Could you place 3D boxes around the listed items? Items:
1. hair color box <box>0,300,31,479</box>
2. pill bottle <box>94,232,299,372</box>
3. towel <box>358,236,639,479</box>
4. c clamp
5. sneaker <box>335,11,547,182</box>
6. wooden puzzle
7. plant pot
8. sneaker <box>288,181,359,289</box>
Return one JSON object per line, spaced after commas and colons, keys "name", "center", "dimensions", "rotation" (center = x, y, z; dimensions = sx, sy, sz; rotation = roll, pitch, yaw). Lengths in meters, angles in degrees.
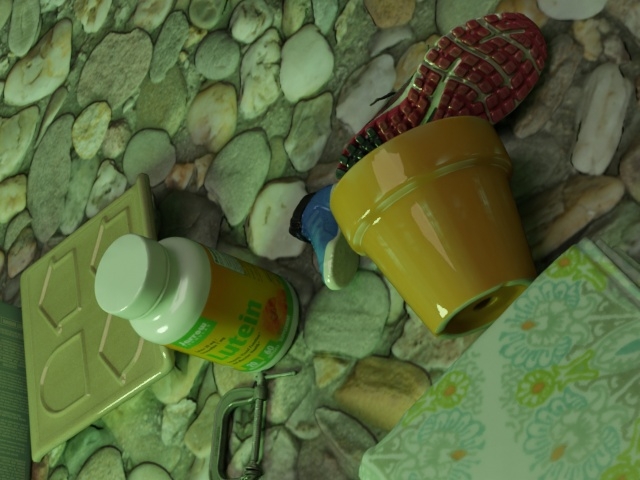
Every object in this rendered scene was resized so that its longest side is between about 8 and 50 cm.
{"name": "hair color box", "center": [-0.545, 0.296, 2.013], "dimensions": [0.185, 0.113, 0.374], "rotation": [-23, 57, 37]}
{"name": "pill bottle", "center": [-0.156, 0.075, 1.628], "dimensions": [0.136, 0.245, 0.136], "rotation": [-20, 59, 38]}
{"name": "towel", "center": [0.237, 0.201, 1.247], "dimensions": [0.374, 0.090, 0.320], "rotation": [-46, 36, 5]}
{"name": "c clamp", "center": [-0.095, 0.245, 1.658], "dimensions": [0.137, 0.022, 0.161], "rotation": [-8, 67, 42]}
{"name": "sneaker", "center": [0.136, -0.165, 1.550], "dimensions": [0.299, 0.121, 0.112], "rotation": [-39, 9, 14]}
{"name": "wooden puzzle", "center": [-0.320, 0.119, 1.902], "dimensions": [0.348, 0.080, 0.322], "rotation": [-38, 49, 33]}
{"name": "plant pot", "center": [0.140, -0.002, 1.424], "dimensions": [0.205, 0.205, 0.188], "rotation": [-38, 66, 27]}
{"name": "sneaker", "center": [0.001, 0.000, 1.642], "dimensions": [0.084, 0.058, 0.152], "rotation": [-16, 57, 33]}
